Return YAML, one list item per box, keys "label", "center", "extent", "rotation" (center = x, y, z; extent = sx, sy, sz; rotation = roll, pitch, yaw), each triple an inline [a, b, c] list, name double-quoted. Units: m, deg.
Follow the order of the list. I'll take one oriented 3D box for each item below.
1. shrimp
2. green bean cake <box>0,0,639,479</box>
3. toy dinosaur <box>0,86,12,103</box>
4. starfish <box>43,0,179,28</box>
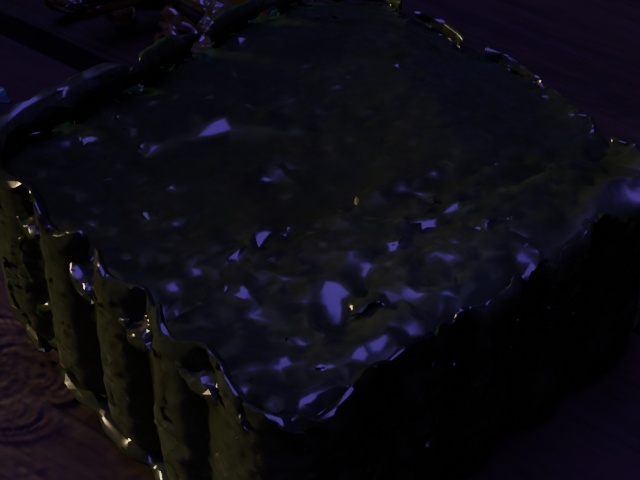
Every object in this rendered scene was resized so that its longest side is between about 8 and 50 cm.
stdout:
- label: "shrimp"
  center: [-0.110, -0.106, 0.969]
  extent: [0.178, 0.034, 0.124]
  rotation: [-33, 61, -27]
- label: "green bean cake"
  center: [0.000, 0.000, 0.787]
  extent: [0.255, 0.132, 0.241]
  rotation: [-32, 50, -30]
- label: "toy dinosaur"
  center: [-0.216, -0.065, 0.936]
  extent: [0.080, 0.045, 0.197]
  rotation: [-34, 57, -23]
- label: "starfish"
  center: [-0.122, -0.156, 1.042]
  extent: [0.091, 0.028, 0.078]
  rotation: [13, 50, 13]
